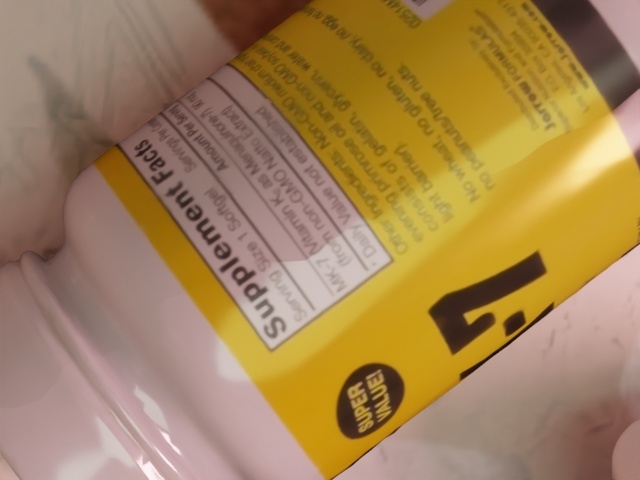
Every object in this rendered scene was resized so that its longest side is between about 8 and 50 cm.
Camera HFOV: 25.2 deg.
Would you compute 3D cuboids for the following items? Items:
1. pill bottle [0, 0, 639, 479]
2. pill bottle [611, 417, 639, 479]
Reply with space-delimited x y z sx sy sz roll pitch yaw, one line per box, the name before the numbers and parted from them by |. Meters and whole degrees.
pill bottle | 0.000 0.000 0.427 0.208 0.119 0.119 -37 114 -4
pill bottle | 0.165 0.187 0.531 0.136 0.136 0.246 -13 111 -15
